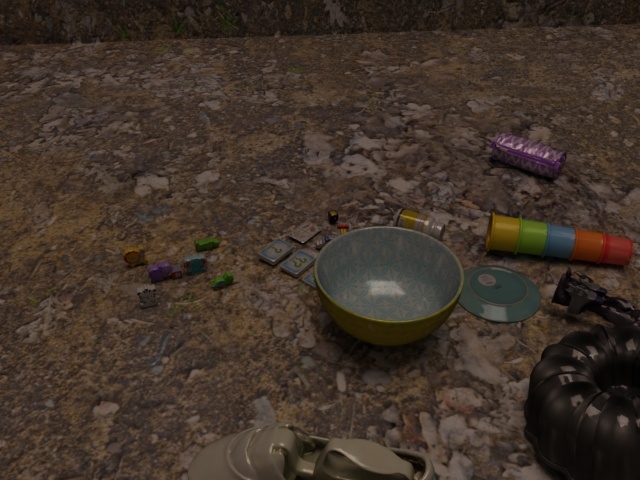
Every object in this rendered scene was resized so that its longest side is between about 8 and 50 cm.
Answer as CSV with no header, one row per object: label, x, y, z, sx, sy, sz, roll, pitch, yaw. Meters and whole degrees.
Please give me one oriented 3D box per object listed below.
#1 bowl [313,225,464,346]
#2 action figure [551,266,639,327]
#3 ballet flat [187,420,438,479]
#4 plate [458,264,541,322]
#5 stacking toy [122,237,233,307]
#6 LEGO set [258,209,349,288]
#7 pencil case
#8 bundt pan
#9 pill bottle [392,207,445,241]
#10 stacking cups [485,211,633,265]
bowl,0.129,0.115,1.280,0.289,0.156,0.290,0,36,0
action figure,0.612,0.148,1.289,0.284,0.099,0.185,24,34,23
ballet flat,-0.012,0.341,0.997,0.399,0.139,0.139,6,37,9
plate,0.383,0.106,1.405,0.188,0.024,0.188,0,37,0
stacking toy,-0.317,0.058,1.446,0.221,0.052,0.167,-13,38,-18
LEGO set,0.000,0.000,1.523,0.182,0.060,0.244,27,44,27
pencil case,0.579,-0.239,1.817,0.206,0.087,0.088,23,8,30
bundt pan,0.495,0.249,1.057,0.330,0.124,0.331,-11,26,6
pill bottle,0.237,-0.033,1.558,0.116,0.065,0.065,18,40,22
stacking cups,0.545,0.000,1.488,0.315,0.096,0.096,8,37,10
